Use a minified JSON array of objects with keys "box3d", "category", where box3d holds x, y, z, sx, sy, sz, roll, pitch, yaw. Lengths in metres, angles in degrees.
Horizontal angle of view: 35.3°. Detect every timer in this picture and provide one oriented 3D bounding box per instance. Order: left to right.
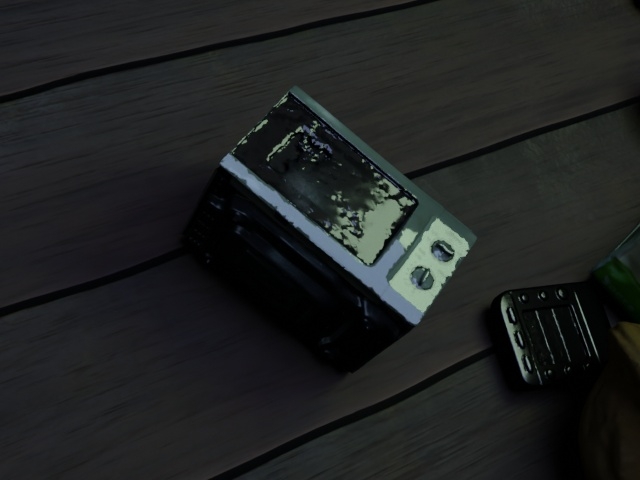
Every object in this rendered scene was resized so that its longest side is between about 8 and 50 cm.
[{"box3d":[0.333,0.136,1.437,0.187,0.055,0.144,-4,68,-28],"category":"timer"}]

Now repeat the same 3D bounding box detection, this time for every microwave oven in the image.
[{"box3d":[0.000,0.000,1.260,0.295,0.237,0.181,39,57,-1],"category":"microwave oven"}]

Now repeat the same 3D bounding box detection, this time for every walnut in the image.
[{"box3d":[0.517,0.274,1.275,0.384,0.383,0.383,9,62,-18],"category":"walnut"}]

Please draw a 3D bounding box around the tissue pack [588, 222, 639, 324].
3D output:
[{"box3d":[0.663,0.082,1.506,0.405,0.205,0.332,49,54,6],"category":"tissue pack"}]
